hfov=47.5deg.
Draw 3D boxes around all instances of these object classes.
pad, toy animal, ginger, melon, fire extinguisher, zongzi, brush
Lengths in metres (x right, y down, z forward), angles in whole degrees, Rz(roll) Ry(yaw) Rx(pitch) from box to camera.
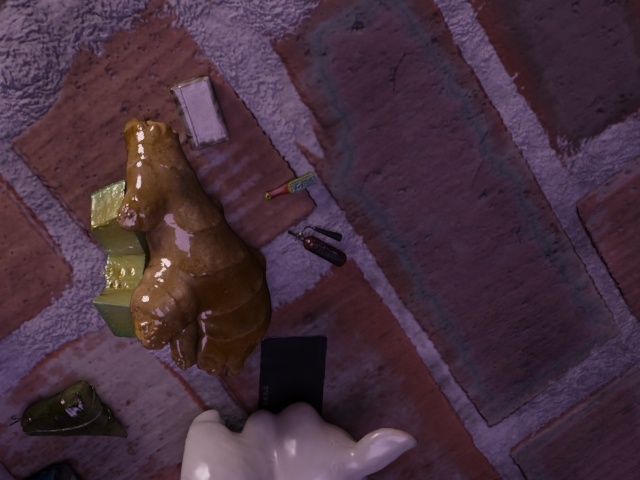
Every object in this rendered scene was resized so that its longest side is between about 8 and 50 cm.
[{"bbox_3d":[-0.047,0.232,1.214,0.112,0.003,0.157,0,108,-13],"label":"pad"},{"bbox_3d":[-0.034,0.380,1.136,0.367,0.241,0.196,-5,112,-12],"label":"toy animal"},{"bbox_3d":[-0.207,0.029,1.029,0.236,0.166,0.375,-45,106,-23],"label":"ginger"},{"bbox_3d":[-0.276,0.032,1.030,0.064,0.118,0.210,-7,72,10],"label":"melon"},{"bbox_3d":[0.003,0.001,1.136,0.100,0.032,0.046,30,110,-26],"label":"fire extinguisher"},{"bbox_3d":[-0.398,0.297,1.131,0.154,0.062,0.130,-27,123,3],"label":"zongzi"},{"bbox_3d":[-0.046,-0.079,1.104,0.083,0.021,0.019,-22,114,-5],"label":"brush"}]

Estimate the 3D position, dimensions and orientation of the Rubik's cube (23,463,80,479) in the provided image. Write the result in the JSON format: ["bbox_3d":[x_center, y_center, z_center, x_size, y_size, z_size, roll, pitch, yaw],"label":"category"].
[{"bbox_3d":[-0.454,0.587,1.069,0.318,0.313,0.316,-25,111,-3],"label":"Rubik's cube"}]

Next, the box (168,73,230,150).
[{"bbox_3d":[-0.171,-0.181,1.030,0.062,0.045,0.098,-18,109,-6],"label":"box"}]
